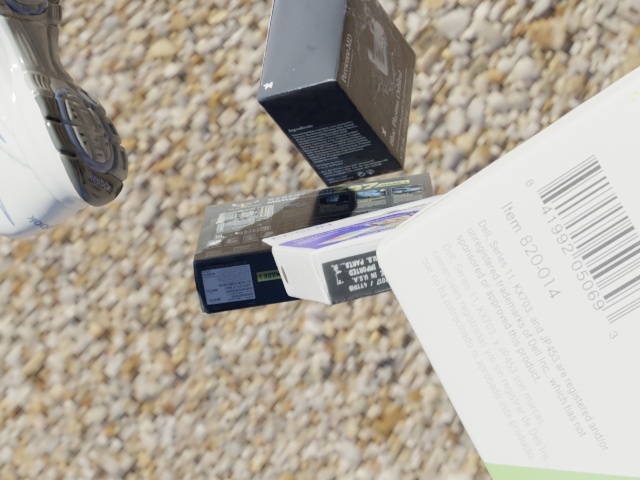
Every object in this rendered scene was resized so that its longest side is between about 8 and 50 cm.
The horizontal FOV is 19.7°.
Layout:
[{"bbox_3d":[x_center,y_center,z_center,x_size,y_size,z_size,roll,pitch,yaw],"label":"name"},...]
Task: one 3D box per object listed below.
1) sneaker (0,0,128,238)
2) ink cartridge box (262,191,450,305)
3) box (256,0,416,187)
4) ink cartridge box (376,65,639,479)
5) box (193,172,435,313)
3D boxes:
[{"bbox_3d":[-0.268,-0.137,1.490,0.129,0.111,0.297,-32,67,26],"label":"sneaker"},{"bbox_3d":[0.076,-0.003,1.291,0.206,0.208,0.045,-14,96,-10],"label":"ink cartridge box"},{"bbox_3d":[0.019,-0.165,1.847,0.093,0.156,0.158,-12,142,26],"label":"box"},{"bbox_3d":[0.219,-0.002,0.658,0.353,0.119,0.207,-34,78,29],"label":"ink cartridge box"},{"bbox_3d":[0.000,0.000,1.761,0.232,0.183,0.059,-8,108,2],"label":"box"}]
